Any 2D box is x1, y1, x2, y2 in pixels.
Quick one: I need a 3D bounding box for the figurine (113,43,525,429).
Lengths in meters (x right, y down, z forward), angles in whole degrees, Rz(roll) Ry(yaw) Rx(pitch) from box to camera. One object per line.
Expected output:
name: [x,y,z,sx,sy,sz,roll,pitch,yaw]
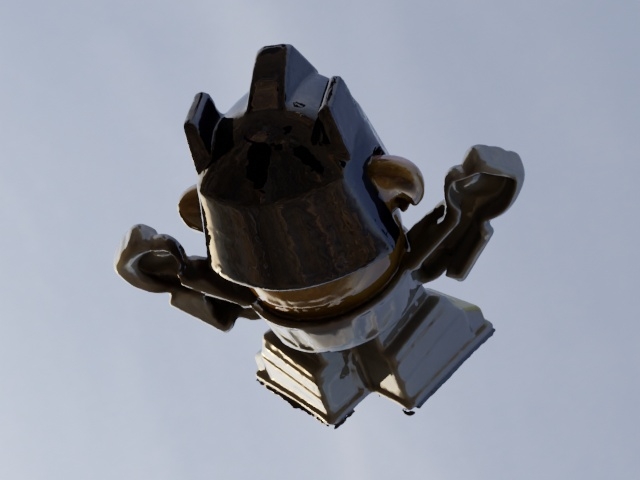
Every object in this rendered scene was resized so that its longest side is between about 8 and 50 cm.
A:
figurine: [0.003,0.001,1.336,0.308,0.308,0.143,-64,-150,29]
